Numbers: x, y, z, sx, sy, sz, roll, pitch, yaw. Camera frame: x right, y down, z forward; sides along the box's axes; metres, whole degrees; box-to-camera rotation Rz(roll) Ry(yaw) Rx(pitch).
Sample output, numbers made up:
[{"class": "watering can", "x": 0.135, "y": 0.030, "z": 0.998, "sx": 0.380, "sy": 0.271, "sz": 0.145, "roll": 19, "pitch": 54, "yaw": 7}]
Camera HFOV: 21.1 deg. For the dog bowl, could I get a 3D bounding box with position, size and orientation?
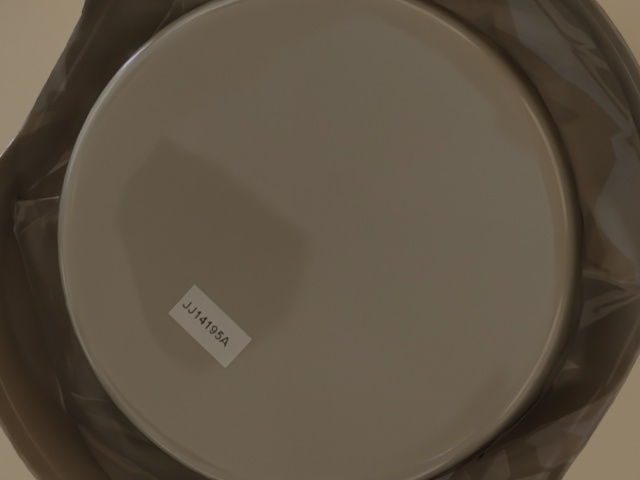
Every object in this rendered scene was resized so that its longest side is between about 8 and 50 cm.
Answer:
[{"class": "dog bowl", "x": 0.000, "y": 0.000, "z": 0.847, "sx": 0.349, "sy": 0.349, "sz": 0.102, "roll": 44, "pitch": -171, "yaw": 6}]
